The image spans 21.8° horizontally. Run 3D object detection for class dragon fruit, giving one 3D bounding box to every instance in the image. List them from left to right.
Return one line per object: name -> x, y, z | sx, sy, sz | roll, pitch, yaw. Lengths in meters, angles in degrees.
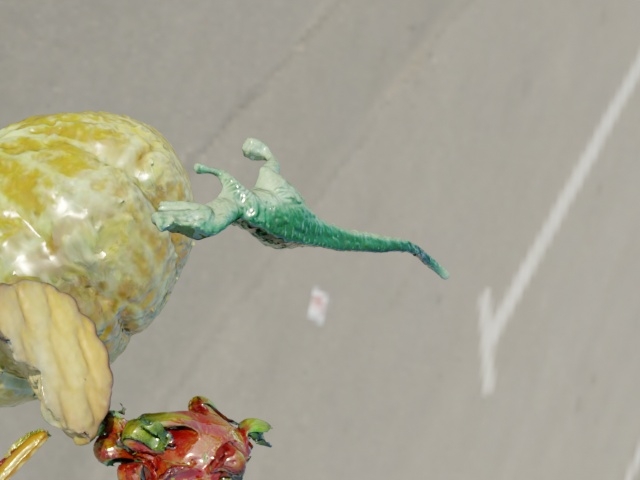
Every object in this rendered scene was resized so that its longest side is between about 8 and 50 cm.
dragon fruit -> -0.151, 0.221, 1.715 | 0.175, 0.138, 0.142 | 31, 66, -27

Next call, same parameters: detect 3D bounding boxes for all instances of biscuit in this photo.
biscuit -> -0.269, 0.112, 1.635 | 0.183, 0.061, 0.118 | 56, 39, -16

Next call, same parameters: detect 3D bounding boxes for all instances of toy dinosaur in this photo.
toy dinosaur -> -0.017, -0.037, 1.642 | 0.383, 0.129, 0.076 | 3, 139, -40

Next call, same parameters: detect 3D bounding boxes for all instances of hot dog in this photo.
hot dog -> -0.301, 0.215, 1.641 | 0.021, 0.037, 0.083 | 46, 67, -10

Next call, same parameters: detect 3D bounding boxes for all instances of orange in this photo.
orange -> -0.290, 0.017, 1.796 | 0.369, 0.210, 0.271 | -43, 106, -8
